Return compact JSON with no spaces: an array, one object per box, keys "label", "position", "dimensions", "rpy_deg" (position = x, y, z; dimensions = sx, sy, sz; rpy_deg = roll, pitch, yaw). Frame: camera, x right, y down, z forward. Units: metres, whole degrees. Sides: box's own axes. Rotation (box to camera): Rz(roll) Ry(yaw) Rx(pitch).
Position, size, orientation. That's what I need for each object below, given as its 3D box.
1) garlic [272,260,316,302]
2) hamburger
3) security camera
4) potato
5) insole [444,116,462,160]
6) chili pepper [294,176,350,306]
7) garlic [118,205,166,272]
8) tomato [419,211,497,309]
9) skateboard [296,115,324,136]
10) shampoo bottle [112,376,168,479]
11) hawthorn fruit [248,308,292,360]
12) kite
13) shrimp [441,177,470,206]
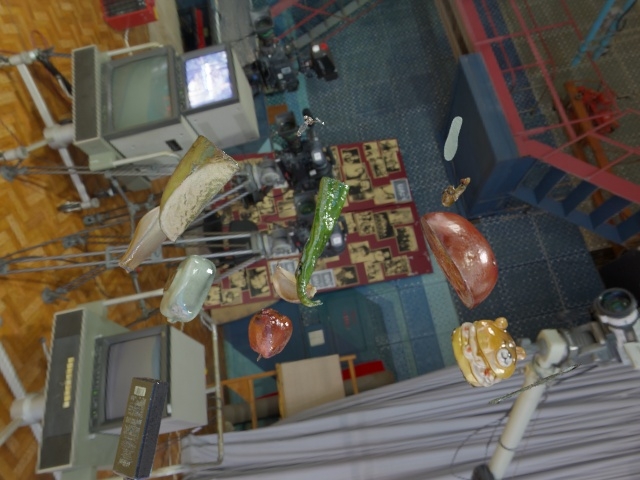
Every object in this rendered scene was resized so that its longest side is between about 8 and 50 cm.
[{"label":"garlic","position":[-0.130,0.187,1.834],"dimensions":[0.207,0.115,0.128],"rpy_deg":[38,-13,-8]},{"label":"hamburger","position":[0.705,0.461,1.854],"dimensions":[0.276,0.237,0.276],"rpy_deg":[35,39,-35]},{"label":"security camera","position":[-0.325,0.113,1.036],"dimensions":[0.301,0.080,0.157],"rpy_deg":[-18,-131,64]},{"label":"potato","position":[-0.325,-0.123,1.094],"dimensions":[0.112,0.255,0.269],"rpy_deg":[36,-1,-21]},{"label":"insole","position":[0.447,-0.341,1.496],"dimensions":[0.002,0.053,0.152],"rpy_deg":[-123,-145,-54]},{"label":"chili pepper","position":[0.000,0.000,1.191],"dimensions":[0.076,0.085,0.359],"rpy_deg":[141,-36,-74]},{"label":"garlic","position":[-0.678,-0.014,1.744],"dimensions":[0.318,0.112,0.143],"rpy_deg":[-61,177,-10]},{"label":"tomato","position":[0.449,0.044,1.394],"dimensions":[0.338,0.144,0.338],"rpy_deg":[63,5,-10]},{"label":"skateboard","position":[-0.029,-0.312,1.216],"dimensions":[0.032,0.064,0.083],"rpy_deg":[38,-9,-32]},{"label":"shampoo bottle","position":[-0.473,0.520,1.151],"dimensions":[0.071,0.098,0.309],"rpy_deg":[31,63,-58]},{"label":"hawthorn fruit","position":[-0.197,0.351,1.701],"dimensions":[0.173,0.173,0.179],"rpy_deg":[-95,-168,-68]},{"label":"kite","position":[0.518,0.350,1.080],"dimensions":[0.268,0.323,0.013],"rpy_deg":[-49,-128,40]},{"label":"shrimp","position":[0.361,-0.130,1.166],"dimensions":[0.045,0.095,0.162],"rpy_deg":[62,9,12]}]
